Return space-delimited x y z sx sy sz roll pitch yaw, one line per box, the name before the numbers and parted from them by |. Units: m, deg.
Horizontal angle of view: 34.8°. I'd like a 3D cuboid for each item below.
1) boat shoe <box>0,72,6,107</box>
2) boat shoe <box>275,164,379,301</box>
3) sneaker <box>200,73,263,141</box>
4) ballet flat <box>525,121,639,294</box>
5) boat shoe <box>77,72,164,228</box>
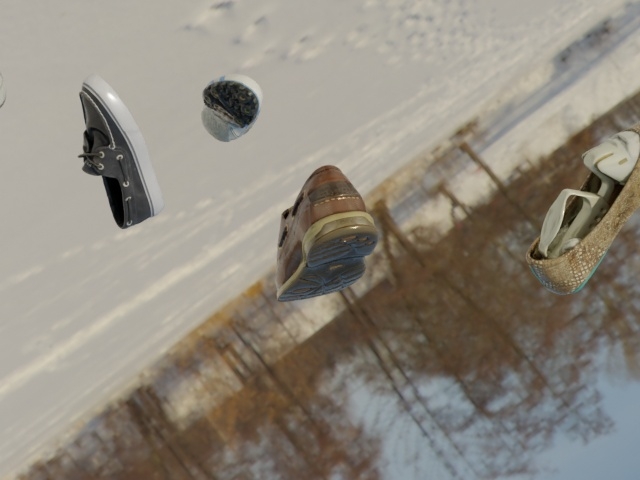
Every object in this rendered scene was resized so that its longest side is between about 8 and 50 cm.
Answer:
boat shoe | -0.346 -0.127 0.812 0.118 0.103 0.320 -10 -164 10
boat shoe | 0.000 0.000 0.761 0.064 0.060 0.178 -10 162 -15
sneaker | -0.119 -0.201 1.452 0.086 0.085 0.237 -51 -172 -12
ballet flat | 0.264 -0.044 0.960 0.206 0.067 0.073 -59 -153 5
boat shoe | -0.268 -0.104 1.297 0.076 0.080 0.228 -38 143 -22
